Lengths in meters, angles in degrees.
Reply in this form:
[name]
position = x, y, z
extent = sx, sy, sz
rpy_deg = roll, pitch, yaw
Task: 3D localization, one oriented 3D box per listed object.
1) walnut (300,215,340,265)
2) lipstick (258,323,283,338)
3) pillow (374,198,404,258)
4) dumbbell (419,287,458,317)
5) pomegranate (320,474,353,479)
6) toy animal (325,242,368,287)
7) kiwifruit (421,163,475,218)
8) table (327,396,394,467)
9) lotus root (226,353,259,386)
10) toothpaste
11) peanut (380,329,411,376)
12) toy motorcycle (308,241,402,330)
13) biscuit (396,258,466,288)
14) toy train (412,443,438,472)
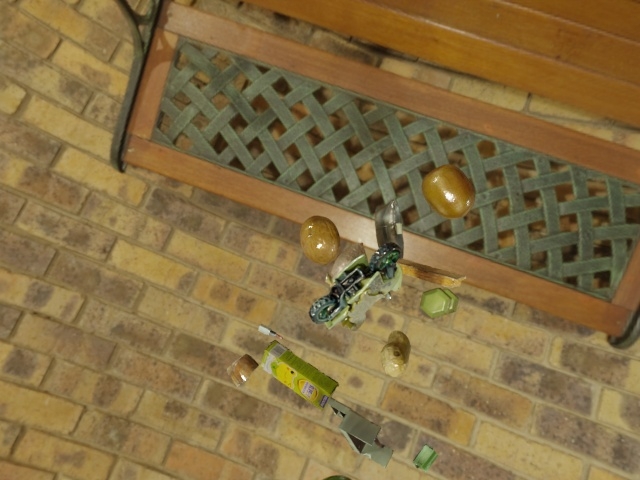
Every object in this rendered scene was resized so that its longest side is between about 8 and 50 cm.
[walnut]
position = 0.000, 0.000, 1.753
extent = 0.168, 0.207, 0.167
rpy_deg = -13, 178, 0
[lipstick]
position = -0.197, 0.370, 1.733
extent = 0.107, 0.025, 0.025
rpy_deg = 23, -166, 16
[pillow]
position = 0.291, -0.040, 1.843
extent = 0.106, 0.249, 0.186
rpy_deg = -5, 176, -15
[dumbbell]
position = 0.492, 0.254, 1.775
extent = 0.121, 0.108, 0.302
rpy_deg = 45, -168, 23
[pomegranate]
position = 0.078, 0.739, 1.191
extent = 0.225, 0.181, 0.181
rpy_deg = -2, 174, -15
[toy animal]
position = 0.157, 0.173, 2.303
extent = 0.189, 0.358, 0.226
rpy_deg = 12, 171, 24
[kiwifruit]
position = 0.533, -0.195, 1.789
extent = 0.234, 0.196, 0.196
rpy_deg = 49, 165, -3
[table]
position = 0.098, 0.521, 1.176
extent = 0.175, 0.062, 0.146
rpy_deg = 13, 141, 39
[lotus root]
position = -0.298, 0.495, 1.670
extent = 0.081, 0.112, 0.122
rpy_deg = 50, 128, 8
[toothpaste]
position = -0.091, 0.543, 1.749
extent = 0.328, 0.110, 0.077
rpy_deg = 30, -149, 16
[peanut]
position = 0.315, 0.462, 1.804
extent = 0.120, 0.236, 0.110
rpy_deg = 9, 123, 11
[toy motorcycle]
position = 0.148, 0.177, 1.591
extent = 0.237, 0.410, 0.168
rpy_deg = 44, -173, -49
[biscuit]
position = 0.475, 0.146, 1.977
extent = 0.094, 0.054, 0.379
rpy_deg = -7, -165, -42
[toy train]
position = 0.382, 0.789, 1.567
extent = 0.038, 0.093, 0.056
rpy_deg = 53, 158, -15
